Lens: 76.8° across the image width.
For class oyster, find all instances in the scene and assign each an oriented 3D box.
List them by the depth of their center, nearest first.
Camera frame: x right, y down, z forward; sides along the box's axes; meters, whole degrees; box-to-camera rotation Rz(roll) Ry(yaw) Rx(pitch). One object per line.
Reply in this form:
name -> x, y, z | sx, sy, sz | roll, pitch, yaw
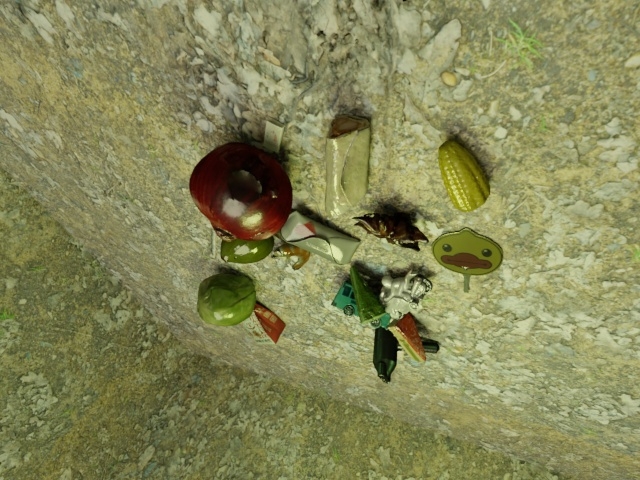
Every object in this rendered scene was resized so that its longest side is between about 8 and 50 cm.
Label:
oyster -> -0.162, 0.058, 1.758 | 0.106, 0.061, 0.199 | 22, 163, -23

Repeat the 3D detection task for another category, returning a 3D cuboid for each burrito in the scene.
burrito -> 0.073, -0.212, 1.186 | 0.105, 0.143, 0.300 | 46, 153, 35

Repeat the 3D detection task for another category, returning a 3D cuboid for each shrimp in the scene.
shrimp -> -0.123, 0.071, 1.659 | 0.160, 0.049, 0.166 | -3, 144, -21

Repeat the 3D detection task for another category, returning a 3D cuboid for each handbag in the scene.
handbag -> -0.358, 0.461, 2.353 | 0.170, 0.151, 0.298 | -13, 122, 39

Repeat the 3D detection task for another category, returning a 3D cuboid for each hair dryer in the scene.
hair dryer -> 0.392, 0.527, 1.848 | 0.301, 0.245, 0.116 | -1, 145, 14

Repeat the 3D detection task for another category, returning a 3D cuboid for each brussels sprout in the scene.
brussels sprout -> -0.481, 0.305, 2.107 | 0.327, 0.328, 0.248 | 17, 112, 15

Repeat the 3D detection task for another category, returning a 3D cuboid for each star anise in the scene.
star anise -> 0.232, -0.049, 1.321 | 0.271, 0.103, 0.272 | 22, 171, 4

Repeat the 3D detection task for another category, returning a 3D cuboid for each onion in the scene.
onion -> -0.243, -0.158, 1.312 | 0.340, 0.342, 0.342 | 18, 145, 14

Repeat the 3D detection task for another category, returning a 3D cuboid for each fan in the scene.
fan -> 0.493, 0.075, 1.371 | 0.229, 0.011, 0.335 | 9, 140, 26

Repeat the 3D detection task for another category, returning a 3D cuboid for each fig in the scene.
fig -> -0.308, 0.015, 1.664 | 0.203, 0.225, 0.203 | 42, 164, 15

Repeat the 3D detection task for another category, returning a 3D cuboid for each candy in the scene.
candy -> 0.368, -0.174, 1.060 | 0.106, 0.094, 0.199 | -28, 119, 20

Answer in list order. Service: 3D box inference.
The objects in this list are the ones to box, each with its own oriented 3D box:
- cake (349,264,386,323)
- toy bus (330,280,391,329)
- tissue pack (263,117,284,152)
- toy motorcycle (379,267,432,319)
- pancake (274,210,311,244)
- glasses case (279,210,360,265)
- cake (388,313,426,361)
cake -> 0.154, 0.217, 1.606 | 0.236, 0.099, 0.100 | 57, 167, 16
toy bus -> 0.183, 0.272, 1.717 | 0.255, 0.147, 0.128 | 22, 174, 9
tissue pack -> -0.148, -0.331, 1.273 | 0.056, 0.023, 0.108 | 27, 146, 1
toy motorcycle -> 0.307, 0.199, 1.555 | 0.170, 0.110, 0.260 | 38, 132, 6
pancake -> -0.109, -0.037, 1.621 | 0.249, 0.031, 0.250 | 18, 147, 12
glasses case -> 0.001, -0.002, 1.516 | 0.307, 0.083, 0.128 | 24, 136, -11
cake -> 0.395, 0.414, 1.772 | 0.220, 0.117, 0.086 | 48, 148, -11
